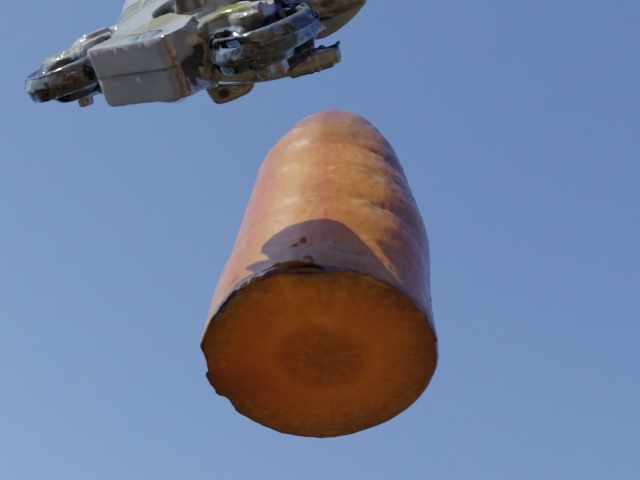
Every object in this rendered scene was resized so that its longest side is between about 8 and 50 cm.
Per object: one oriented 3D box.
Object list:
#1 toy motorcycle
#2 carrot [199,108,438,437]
[{"bbox_3d":[-0.069,-0.127,1.018,0.225,0.152,0.073,-6,-68,40],"label":"toy motorcycle"},{"bbox_3d":[0.000,0.000,1.162,0.159,0.225,0.159,0,-43,0],"label":"carrot"}]
